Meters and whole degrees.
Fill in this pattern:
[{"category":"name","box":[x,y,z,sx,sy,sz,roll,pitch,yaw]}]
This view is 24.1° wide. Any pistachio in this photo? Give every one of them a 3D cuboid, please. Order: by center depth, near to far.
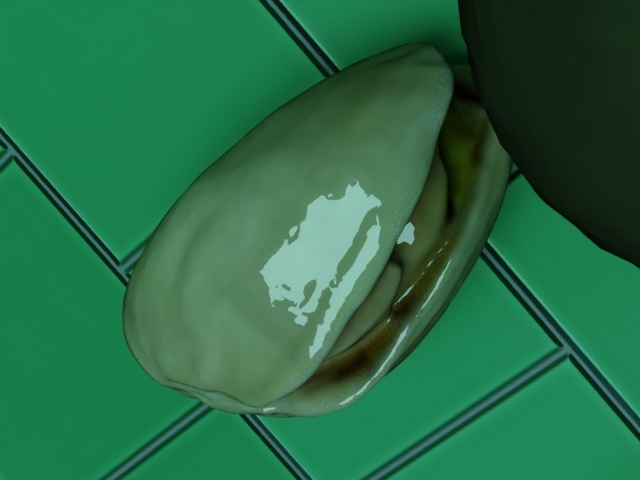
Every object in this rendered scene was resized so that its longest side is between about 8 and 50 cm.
[{"category":"pistachio","box":[0.000,0.000,0.995,0.193,0.214,0.318,24,118,-40]}]

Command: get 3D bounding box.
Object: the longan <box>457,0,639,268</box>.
[{"category":"longan","box":[0.263,-0.155,0.685,0.404,0.404,0.436,20,149,13]}]
